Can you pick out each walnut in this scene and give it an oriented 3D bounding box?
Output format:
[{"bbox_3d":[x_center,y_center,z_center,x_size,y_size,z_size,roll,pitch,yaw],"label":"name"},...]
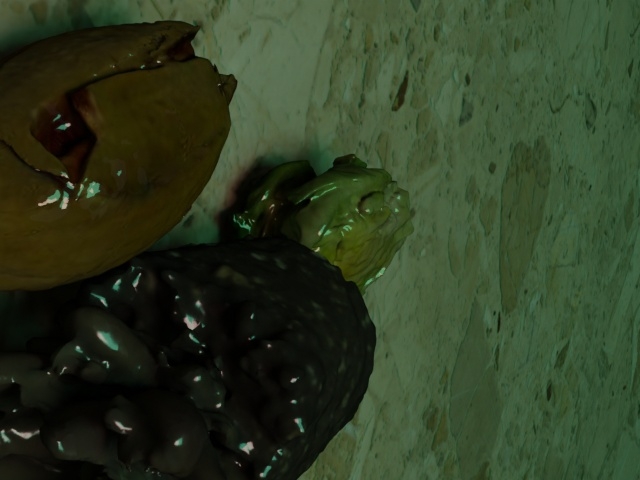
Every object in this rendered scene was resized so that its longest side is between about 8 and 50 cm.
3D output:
[{"bbox_3d":[-0.138,-0.050,0.681,0.245,0.137,0.137,-33,127,-44],"label":"walnut"}]

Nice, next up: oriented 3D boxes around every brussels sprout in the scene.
[{"bbox_3d":[-0.002,-0.001,0.933,0.181,0.100,0.139,-32,136,-50],"label":"brussels sprout"}]

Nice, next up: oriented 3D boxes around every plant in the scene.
[{"bbox_3d":[-0.104,0.102,0.720,0.321,0.194,0.181,-26,140,-59],"label":"plant"}]
